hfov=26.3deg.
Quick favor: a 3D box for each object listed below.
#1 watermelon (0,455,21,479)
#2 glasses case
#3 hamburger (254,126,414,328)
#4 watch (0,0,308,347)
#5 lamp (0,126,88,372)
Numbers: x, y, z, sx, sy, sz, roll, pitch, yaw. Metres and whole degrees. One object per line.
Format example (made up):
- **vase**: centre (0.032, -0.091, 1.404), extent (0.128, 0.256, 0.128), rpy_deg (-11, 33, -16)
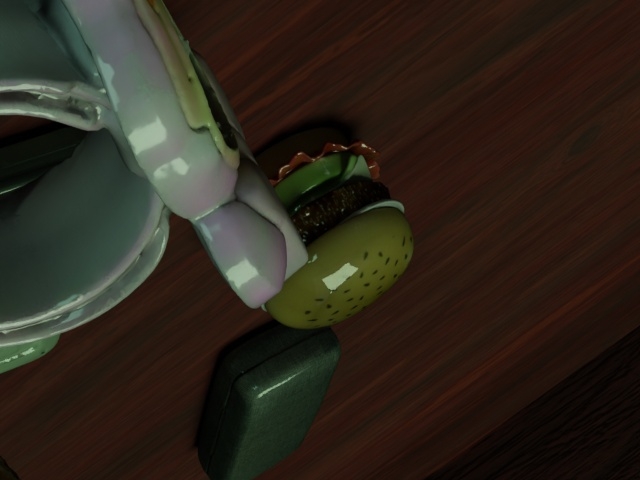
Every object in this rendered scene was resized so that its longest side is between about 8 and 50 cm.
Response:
- **watermelon**: centre (-0.356, 0.248, 1.038), extent (0.302, 0.264, 0.151), rpy_deg (-41, 176, -13)
- **glasses case**: centre (-0.065, 0.194, 1.591), extent (0.131, 0.074, 0.323), rpy_deg (-25, 158, -23)
- **hamburger**: centre (0.001, -0.002, 1.152), extent (0.175, 0.137, 0.175), rpy_deg (-31, 157, -15)
- **watch**: centre (-0.159, -0.045, 0.754), extent (0.217, 0.211, 0.248), rpy_deg (-28, 143, 1)
- **lamp**: centre (-0.284, 0.045, 0.935), extent (0.269, 0.047, 0.266), rpy_deg (-21, 158, -31)
